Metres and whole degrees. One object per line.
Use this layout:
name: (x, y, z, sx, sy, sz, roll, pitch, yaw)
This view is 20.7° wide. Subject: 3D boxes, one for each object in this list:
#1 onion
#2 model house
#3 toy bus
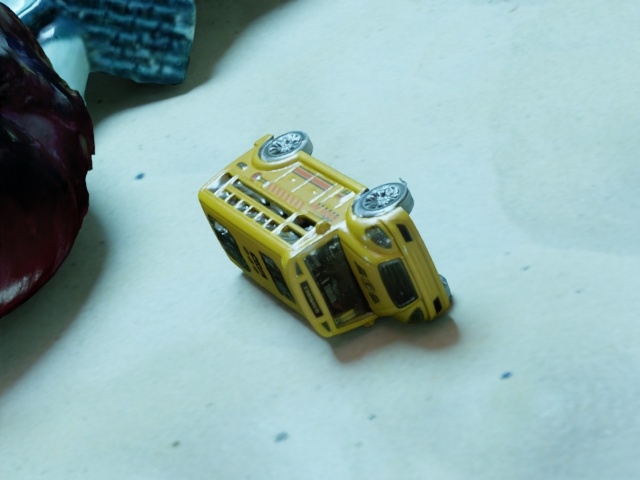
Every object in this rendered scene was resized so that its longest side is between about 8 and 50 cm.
onion: (-0.293, -0.060, 1.054, 0.232, 0.314, 0.314, -53, 6, 44)
model house: (-0.186, -0.177, 1.263, 0.253, 0.184, 0.291, 13, 70, -5)
toy bus: (0.000, 0.000, 0.931, 0.074, 0.069, 0.162, -34, 31, -15)
